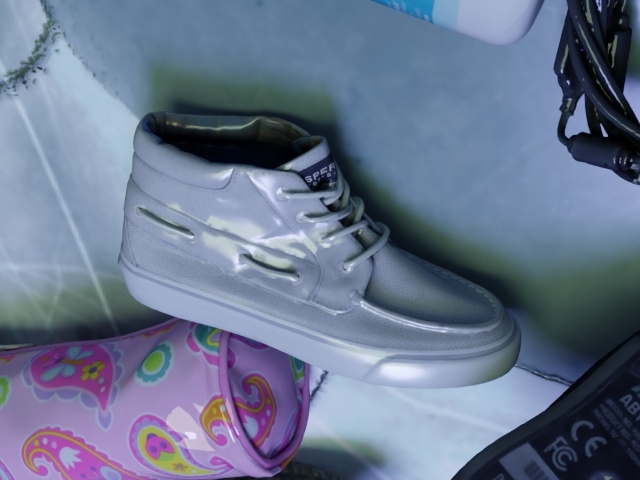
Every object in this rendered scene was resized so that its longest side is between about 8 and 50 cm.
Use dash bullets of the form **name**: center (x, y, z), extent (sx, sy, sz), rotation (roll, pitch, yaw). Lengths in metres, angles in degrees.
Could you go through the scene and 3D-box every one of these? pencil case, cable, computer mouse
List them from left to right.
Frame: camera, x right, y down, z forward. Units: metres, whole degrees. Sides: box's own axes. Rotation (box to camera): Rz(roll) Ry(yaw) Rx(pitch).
- **pencil case**: center (-0.149, 0.114, 0.974), extent (0.284, 0.124, 0.124), rotation (-11, 116, 28)
- **computer mouse**: center (0.182, 0.135, 0.806), extent (0.272, 0.072, 0.188), rotation (-33, 75, -4)
- **cable**: center (0.184, -0.107, 0.712), extent (0.150, 0.047, 0.184), rotation (36, 122, 41)

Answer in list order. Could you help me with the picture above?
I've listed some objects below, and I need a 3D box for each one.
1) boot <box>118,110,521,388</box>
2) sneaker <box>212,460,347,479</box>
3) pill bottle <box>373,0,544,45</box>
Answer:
- **boot**: center (0.000, 0.000, 0.859), extent (0.258, 0.095, 0.123), rotation (13, 123, 10)
- **sneaker**: center (-0.067, 0.302, 1.082), extent (0.182, 0.158, 0.410), rotation (22, 131, -33)
- **pill bottle**: center (0.000, -0.204, 0.696), extent (0.264, 0.146, 0.146), rotation (22, 126, 7)
